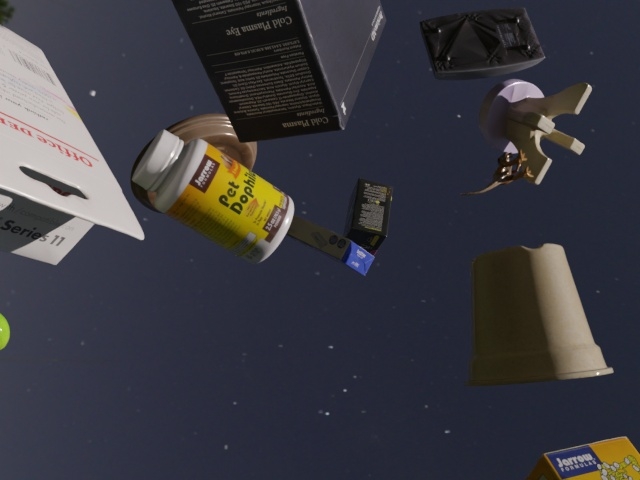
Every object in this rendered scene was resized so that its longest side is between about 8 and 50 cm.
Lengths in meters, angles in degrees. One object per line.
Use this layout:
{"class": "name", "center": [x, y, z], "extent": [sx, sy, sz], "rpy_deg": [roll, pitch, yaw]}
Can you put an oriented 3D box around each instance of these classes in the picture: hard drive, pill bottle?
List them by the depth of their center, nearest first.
{"class": "pill bottle", "center": [-0.152, -0.064, 0.881], "extent": [0.117, 0.215, 0.117], "rpy_deg": [-45, -154, 29]}
{"class": "hard drive", "center": [0.367, -0.450, 1.425], "extent": [0.054, 0.254, 0.172], "rpy_deg": [90, -10, -65]}

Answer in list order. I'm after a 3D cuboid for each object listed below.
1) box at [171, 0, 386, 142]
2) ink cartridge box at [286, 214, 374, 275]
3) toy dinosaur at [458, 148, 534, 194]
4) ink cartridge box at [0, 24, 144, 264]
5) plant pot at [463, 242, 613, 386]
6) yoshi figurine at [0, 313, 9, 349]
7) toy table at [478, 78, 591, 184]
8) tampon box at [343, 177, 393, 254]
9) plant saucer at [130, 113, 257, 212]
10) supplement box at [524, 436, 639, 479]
{"class": "box", "center": [-0.051, -0.375, 0.918], "extent": [0.178, 0.313, 0.343], "rpy_deg": [-4, -138, 24]}
{"class": "ink cartridge box", "center": [0.000, 0.000, 1.238], "extent": [0.207, 0.097, 0.046], "rpy_deg": [25, -95, 38]}
{"class": "toy dinosaur", "center": [0.401, -0.140, 1.361], "extent": [0.112, 0.211, 0.064], "rpy_deg": [-28, -82, 42]}
{"class": "ink cartridge box", "center": [-0.339, -0.106, 0.607], "extent": [0.119, 0.207, 0.353], "rpy_deg": [-44, -122, 10]}
{"class": "plant pot", "center": [0.488, 0.177, 1.475], "extent": [0.333, 0.333, 0.306], "rpy_deg": [-19, -108, 44]}
{"class": "yoshi figurine", "center": [-0.603, 0.051, 0.873], "extent": [0.362, 0.203, 0.203], "rpy_deg": [48, -31, 5]}
{"class": "toy table", "center": [0.521, -0.278, 1.492], "extent": [0.161, 0.274, 0.252], "rpy_deg": [38, -61, 41]}
{"class": "tampon box", "center": [0.128, -0.065, 1.692], "extent": [0.120, 0.101, 0.161], "rpy_deg": [114, -12, -63]}
{"class": "plant saucer", "center": [-0.251, -0.143, 1.276], "extent": [0.278, 0.277, 0.041], "rpy_deg": [-49, -120, 28]}
{"class": "supplement box", "center": [0.492, 0.536, 1.000], "extent": [0.357, 0.195, 0.194], "rpy_deg": [-115, -150, -44]}
